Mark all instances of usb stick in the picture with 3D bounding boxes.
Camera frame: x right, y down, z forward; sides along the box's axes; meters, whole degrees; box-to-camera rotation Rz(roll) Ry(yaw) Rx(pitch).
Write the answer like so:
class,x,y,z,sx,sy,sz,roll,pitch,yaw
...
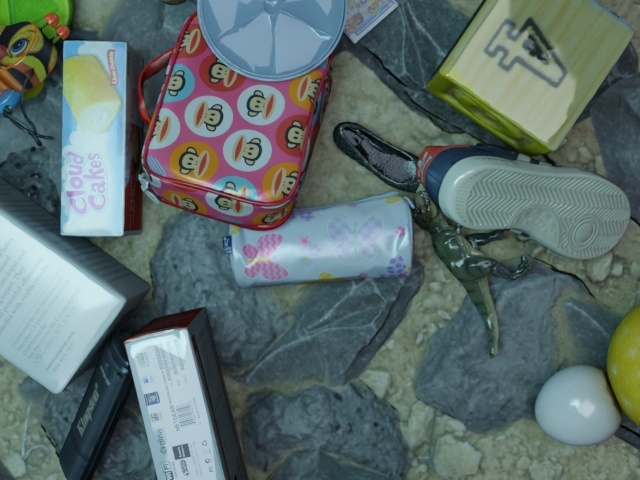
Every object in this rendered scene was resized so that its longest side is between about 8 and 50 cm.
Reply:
class,x,y,z,sx,sy,sz,roll,pitch,yaw
usb stick,-0.308,0.240,1.533,0.045,0.077,0.278,3,133,-31

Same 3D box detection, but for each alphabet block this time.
class,x,y,z,sx,sy,sz,roll,pitch,yaw
alphabet block,0.285,-0.250,1.535,0.193,0.192,0.197,34,92,0

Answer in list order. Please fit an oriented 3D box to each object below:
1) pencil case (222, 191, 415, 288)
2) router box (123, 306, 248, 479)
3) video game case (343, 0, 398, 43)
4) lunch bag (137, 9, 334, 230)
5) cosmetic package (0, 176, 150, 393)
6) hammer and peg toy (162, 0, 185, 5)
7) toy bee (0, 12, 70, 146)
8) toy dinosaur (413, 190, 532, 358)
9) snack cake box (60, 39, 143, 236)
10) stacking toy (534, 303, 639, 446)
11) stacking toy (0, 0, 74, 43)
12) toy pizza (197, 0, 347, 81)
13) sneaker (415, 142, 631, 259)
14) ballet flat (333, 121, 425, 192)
class,x,y,z,sx,sy,sz,roll,pitch,yaw
pencil case,0.000,0.000,1.575,0.273,0.113,0.124,-3,77,-1
router box,-0.165,0.271,1.486,0.082,0.301,0.335,-14,91,-1
video game case,0.042,-0.362,1.615,0.087,0.011,0.122,-41,92,0
lunch bag,-0.130,-0.176,1.523,0.258,0.120,0.293,16,69,2
cosmetic package,-0.474,0.002,1.509,0.453,0.230,0.161,36,91,-1
hammer and peg toy,-0.100,-0.485,1.553,0.266,0.127,0.361,18,94,-2
toy bee,-0.426,-0.249,1.526,0.298,0.195,0.162,35,78,14
toy dinosaur,0.235,0.028,1.609,0.118,0.064,0.268,-29,95,4
snack cake box,-0.303,-0.138,1.546,0.089,0.152,0.264,1,91,-1
stacking toy,0.523,0.161,1.535,0.480,0.350,0.350,-21,92,17
stacking toy,-0.419,-0.445,1.584,0.309,0.130,0.279,32,117,1
toy pizza,-0.065,-0.313,1.484,0.201,0.032,0.201,0,90,-2
sneaker,0.286,-0.071,1.559,0.350,0.148,0.131,15,106,-34
ballet flat,0.093,-0.117,1.604,0.173,0.049,0.057,28,92,-2
